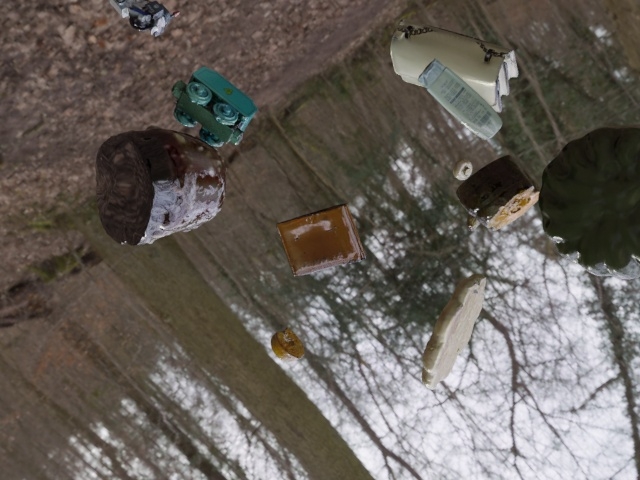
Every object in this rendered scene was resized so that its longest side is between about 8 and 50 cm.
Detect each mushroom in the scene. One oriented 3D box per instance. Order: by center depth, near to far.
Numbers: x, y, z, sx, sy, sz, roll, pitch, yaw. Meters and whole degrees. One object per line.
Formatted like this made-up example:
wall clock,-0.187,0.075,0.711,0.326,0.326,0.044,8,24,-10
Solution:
mushroom,0.557,-0.276,2.458,0.083,0.083,0.067,-44,-143,-4

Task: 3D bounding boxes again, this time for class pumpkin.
pumpkin,0.482,-0.115,1.744,0.222,0.139,0.317,-39,166,20

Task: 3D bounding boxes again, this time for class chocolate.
chocolate,-0.314,-0.114,1.296,0.210,0.225,0.340,-12,179,-36

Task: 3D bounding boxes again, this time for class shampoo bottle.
shampoo bottle,0.310,-0.310,1.392,0.072,0.212,0.049,-47,-171,11

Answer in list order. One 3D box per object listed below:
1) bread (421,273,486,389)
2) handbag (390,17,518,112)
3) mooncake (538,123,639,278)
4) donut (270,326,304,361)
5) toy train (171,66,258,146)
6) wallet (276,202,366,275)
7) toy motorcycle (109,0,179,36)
bread,0.324,0.216,1.534,0.316,0.054,0.316,-46,150,-37
handbag,0.410,-0.544,1.943,0.160,0.359,0.237,-62,156,-4
mooncake,0.689,-0.090,1.437,0.194,0.356,0.356,-19,175,-42
donut,-0.090,0.285,1.689,0.043,0.097,0.108,-40,162,22
toy train,-0.249,-0.312,1.485,0.107,0.198,0.154,-49,-176,40
wallet,0.000,-0.002,1.613,0.196,0.160,0.042,-17,-162,10
toy motorcycle,-0.473,-0.638,1.656,0.150,0.221,0.102,-35,167,-26
